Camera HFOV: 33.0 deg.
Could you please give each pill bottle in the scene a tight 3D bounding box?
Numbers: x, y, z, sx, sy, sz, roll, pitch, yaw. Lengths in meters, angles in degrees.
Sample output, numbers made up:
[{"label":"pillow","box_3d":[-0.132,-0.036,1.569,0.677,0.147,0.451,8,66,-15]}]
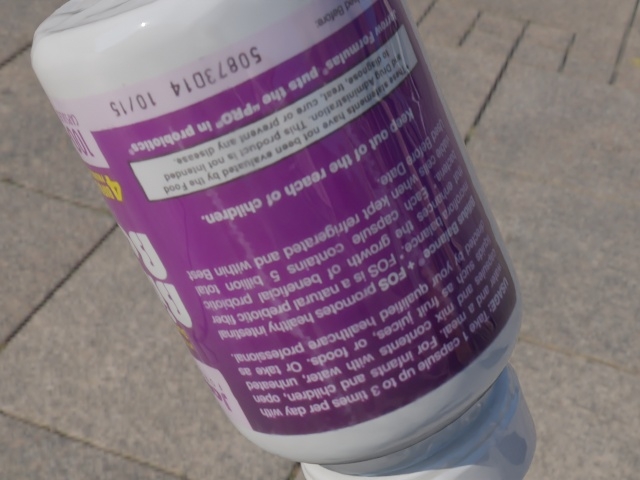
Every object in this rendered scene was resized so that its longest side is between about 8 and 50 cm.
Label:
[{"label":"pill bottle","box_3d":[0.000,0.000,0.534,0.169,0.301,0.169,-21,23,10]}]
